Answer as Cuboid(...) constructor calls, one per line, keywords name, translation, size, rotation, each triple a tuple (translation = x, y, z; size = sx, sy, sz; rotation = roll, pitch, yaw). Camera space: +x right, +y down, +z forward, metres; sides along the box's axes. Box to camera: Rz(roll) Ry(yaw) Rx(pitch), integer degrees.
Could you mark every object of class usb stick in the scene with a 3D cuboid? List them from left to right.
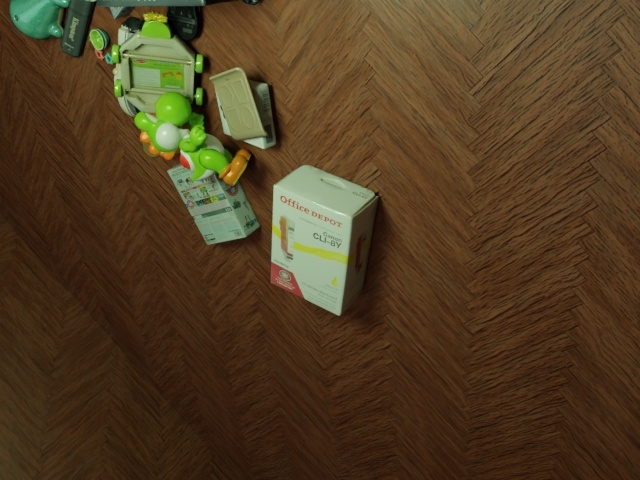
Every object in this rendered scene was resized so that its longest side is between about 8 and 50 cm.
Cuboid(name="usb stick", translation=(-0.841, -0.749, 1.998), size=(0.077, 0.045, 0.278), rotation=(20, 141, -22))

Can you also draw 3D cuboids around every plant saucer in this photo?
Cuboid(name="plant saucer", translation=(-0.633, -0.343, 2.145), size=(0.083, 0.015, 0.083), rotation=(20, 128, 27))

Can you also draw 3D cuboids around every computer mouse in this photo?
Cuboid(name="computer mouse", translation=(-0.357, -0.704, 1.662), size=(0.184, 0.060, 0.262), rotation=(9, 137, 5))

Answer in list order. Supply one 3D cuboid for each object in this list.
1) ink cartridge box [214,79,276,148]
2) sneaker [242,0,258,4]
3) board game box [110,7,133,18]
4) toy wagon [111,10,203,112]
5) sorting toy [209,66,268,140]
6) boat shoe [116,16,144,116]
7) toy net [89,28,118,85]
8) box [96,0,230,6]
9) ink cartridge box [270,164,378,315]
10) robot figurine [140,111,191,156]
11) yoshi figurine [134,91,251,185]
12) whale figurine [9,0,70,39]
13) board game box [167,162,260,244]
Cuboid(name="ink cartridge box", translation=(-0.234, -0.401, 1.788), size=(0.232, 0.066, 0.189), rotation=(31, 137, 47))
Cuboid(name="sneaker", translation=(-0.151, -0.671, 1.514), size=(0.217, 0.079, 0.121), rotation=(33, 137, 27))
Cuboid(name="board game box", translation=(-0.628, -0.799, 1.793), size=(0.194, 0.060, 0.194), rotation=(50, 139, 1))
Cuboid(name="toy wagon", translation=(-0.491, -0.539, 1.762), size=(0.267, 0.068, 0.344), rotation=(4, 136, -10))
Cuboid(name="sorting toy", translation=(-0.239, -0.402, 1.716), size=(0.193, 0.038, 0.208), rotation=(6, 123, 54))
Cuboid(name="boat shoe", translation=(-0.565, -0.536, 1.886), size=(0.158, 0.127, 0.340), rotation=(24, 134, 12))
Cuboid(name="toy net", translation=(-0.742, -0.618, 2.023), size=(0.122, 0.045, 0.232), rotation=(-5, 115, 39))
Cuboid(name="box", translation=(-0.406, -0.760, 1.449), size=(0.343, 0.179, 0.313), rotation=(8, 119, 22))
Cuboid(name="ink cartridge box", translation=(0.000, 0.000, 1.785), size=(0.279, 0.160, 0.385), rotation=(24, 131, 23))
Cuboid(name="robot figurine", translation=(-0.515, -0.371, 1.957), size=(0.219, 0.158, 0.128), rotation=(29, 164, 19))
Cuboid(name="yoshi figurine", translation=(-0.384, -0.333, 1.791), size=(0.362, 0.203, 0.203), rotation=(28, 147, -11))
Cuboid(name="whale figurine", translation=(-0.975, -0.806, 2.006), size=(0.272, 0.141, 0.216), rotation=(-10, 111, 41))
Cuboid(name="board game box", translation=(-0.371, -0.148, 2.019), size=(0.224, 0.097, 0.303), rotation=(-9, 114, 40))
